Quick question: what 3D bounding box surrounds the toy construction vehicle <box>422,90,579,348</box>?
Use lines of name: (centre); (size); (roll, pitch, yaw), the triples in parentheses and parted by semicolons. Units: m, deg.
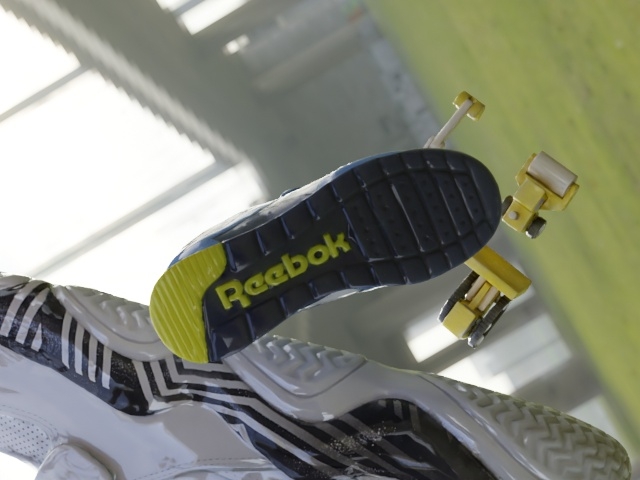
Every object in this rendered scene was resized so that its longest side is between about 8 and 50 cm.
toy construction vehicle: (0.069, -0.010, 0.936); (0.086, 0.098, 0.035); (41, -165, 14)

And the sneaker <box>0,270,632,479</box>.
sneaker: (-0.063, 0.139, 0.858); (0.137, 0.365, 0.210); (32, -109, -76)

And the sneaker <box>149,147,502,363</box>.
sneaker: (0.000, 0.000, 0.768); (0.059, 0.144, 0.053); (-134, 24, -81)
